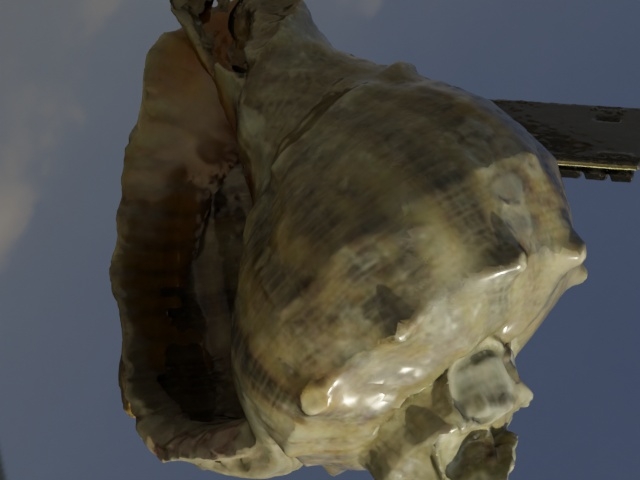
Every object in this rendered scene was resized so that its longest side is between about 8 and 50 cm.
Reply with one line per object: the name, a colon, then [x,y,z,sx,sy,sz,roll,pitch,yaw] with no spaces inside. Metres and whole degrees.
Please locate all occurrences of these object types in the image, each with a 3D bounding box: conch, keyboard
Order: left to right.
conch: [0.015,0.004,0.572,0.210,0.159,0.291,-58,-144,40]
keyboard: [0.073,-0.079,0.933,0.317,0.027,0.106,5,-152,15]

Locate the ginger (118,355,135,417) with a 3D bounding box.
ginger: [-0.117,0.062,0.902,0.057,0.044,0.137,-33,-144,28]
